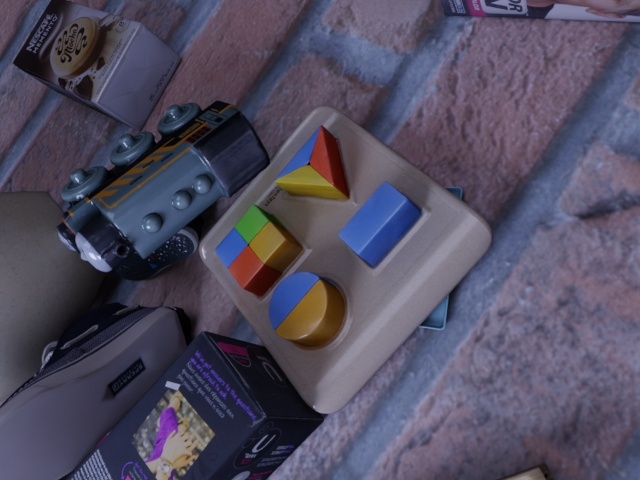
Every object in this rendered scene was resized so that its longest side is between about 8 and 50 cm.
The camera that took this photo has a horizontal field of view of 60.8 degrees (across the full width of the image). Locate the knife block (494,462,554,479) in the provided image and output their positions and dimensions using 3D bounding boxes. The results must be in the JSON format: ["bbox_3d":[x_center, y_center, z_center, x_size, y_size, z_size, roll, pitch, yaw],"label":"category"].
[{"bbox_3d":[0.098,0.332,0.597,0.241,0.088,0.276,19,82,29],"label":"knife block"}]

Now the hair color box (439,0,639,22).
[{"bbox_3d":[0.315,-0.372,0.684,0.346,0.174,0.105,15,80,29],"label":"hair color box"}]

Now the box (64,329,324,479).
[{"bbox_3d":[-0.157,0.268,0.697,0.270,0.165,0.143,-46,60,4],"label":"box"}]

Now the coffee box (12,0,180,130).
[{"bbox_3d":[-0.443,-0.352,1.073,0.297,0.119,0.168,26,86,30],"label":"coffee box"}]

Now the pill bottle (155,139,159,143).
[{"bbox_3d":[-0.314,-0.119,0.962,0.067,0.067,0.120,19,82,30],"label":"pill bottle"}]

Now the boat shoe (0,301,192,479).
[{"bbox_3d":[-0.345,0.199,0.756,0.158,0.340,0.127,3,113,33],"label":"boat shoe"}]

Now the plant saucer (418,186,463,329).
[{"bbox_3d":[0.145,0.021,0.722,0.067,0.018,0.192,4,74,27],"label":"plant saucer"}]

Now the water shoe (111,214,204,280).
[{"bbox_3d":[-0.275,0.009,0.911,0.203,0.073,0.080,-15,35,26],"label":"water shoe"}]

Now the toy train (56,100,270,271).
[{"bbox_3d":[-0.234,-0.089,0.816,0.334,0.142,0.190,-41,38,-18],"label":"toy train"}]

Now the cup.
[{"bbox_3d":[-0.498,0.052,0.879,0.237,0.331,0.331,-38,57,-21],"label":"cup"}]

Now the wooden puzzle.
[{"bbox_3d":[0.000,0.000,0.750,0.322,0.080,0.348,-48,57,5],"label":"wooden puzzle"}]
